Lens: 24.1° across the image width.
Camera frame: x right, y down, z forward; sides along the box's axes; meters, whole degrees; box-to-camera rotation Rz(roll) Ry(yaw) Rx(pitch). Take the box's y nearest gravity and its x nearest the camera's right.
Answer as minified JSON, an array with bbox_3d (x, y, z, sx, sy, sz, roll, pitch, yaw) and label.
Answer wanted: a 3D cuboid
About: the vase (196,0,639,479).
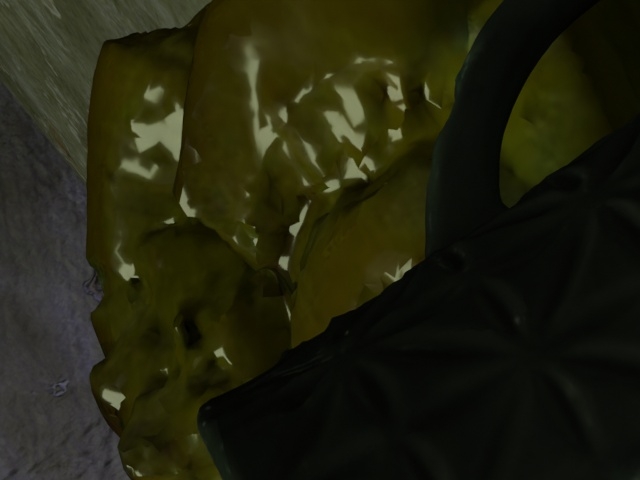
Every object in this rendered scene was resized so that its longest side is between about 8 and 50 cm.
[{"bbox_3d":[0.116,0.010,0.406,0.251,0.301,0.156,57,172,31],"label":"vase"}]

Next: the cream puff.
[{"bbox_3d":[0.027,0.007,0.649,0.378,0.275,0.378,62,168,23],"label":"cream puff"}]
